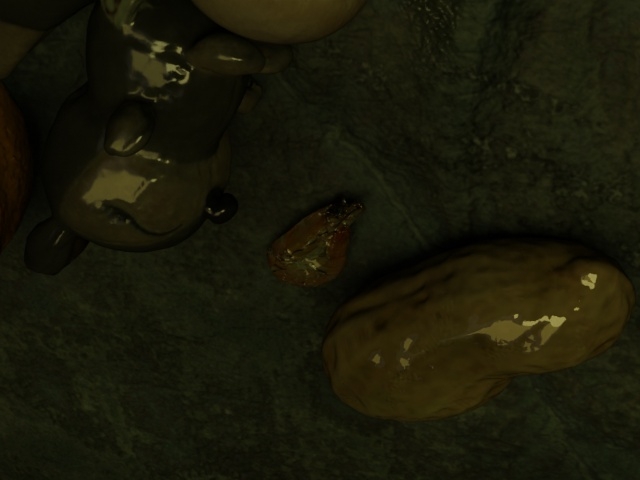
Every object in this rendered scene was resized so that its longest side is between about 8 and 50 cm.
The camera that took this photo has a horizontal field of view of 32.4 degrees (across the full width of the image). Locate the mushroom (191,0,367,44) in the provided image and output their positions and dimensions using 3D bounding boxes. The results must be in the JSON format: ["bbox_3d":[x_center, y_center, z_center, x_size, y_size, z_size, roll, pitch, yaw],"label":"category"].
[{"bbox_3d":[-0.035,-0.288,1.008,0.204,0.204,0.204,10,129,13],"label":"mushroom"}]

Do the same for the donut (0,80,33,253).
[{"bbox_3d":[-0.539,-0.151,1.334,0.435,0.163,0.378,21,129,7],"label":"donut"}]

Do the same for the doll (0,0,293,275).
[{"bbox_3d":[-0.227,-0.165,1.205,0.379,0.252,0.382,52,130,20],"label":"doll"}]

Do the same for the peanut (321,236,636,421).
[{"bbox_3d":[0.170,0.105,1.252,0.387,0.170,0.192,-22,121,32],"label":"peanut"}]

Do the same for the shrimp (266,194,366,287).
[{"bbox_3d":[0.000,0.000,1.324,0.091,0.043,0.184,28,137,-11],"label":"shrimp"}]
